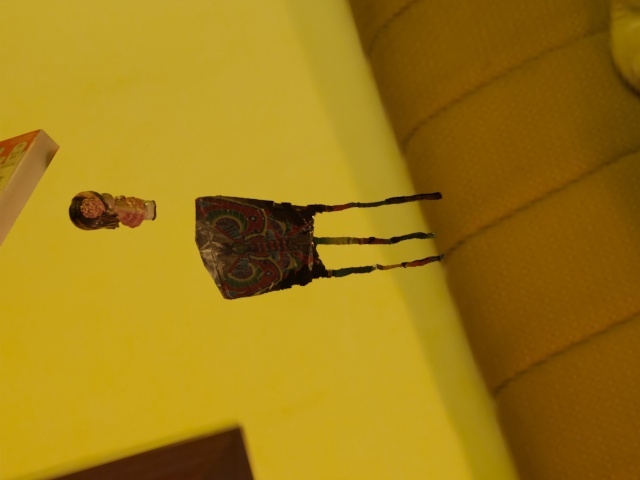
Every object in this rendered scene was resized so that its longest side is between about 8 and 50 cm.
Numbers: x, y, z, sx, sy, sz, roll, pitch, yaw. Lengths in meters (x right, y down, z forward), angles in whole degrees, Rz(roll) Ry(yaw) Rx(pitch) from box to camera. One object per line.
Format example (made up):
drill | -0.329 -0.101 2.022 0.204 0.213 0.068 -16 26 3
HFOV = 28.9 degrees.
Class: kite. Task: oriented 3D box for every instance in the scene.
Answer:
kite | 0.000 0.000 1.391 0.015 0.285 0.152 -85 -15 -51

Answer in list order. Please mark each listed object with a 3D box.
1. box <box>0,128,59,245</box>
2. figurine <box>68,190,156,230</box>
box | -0.509 -0.022 1.701 0.048 0.273 0.265 47 -131 -34
figurine | -0.281 -0.037 1.685 0.072 0.129 0.054 7 91 45
